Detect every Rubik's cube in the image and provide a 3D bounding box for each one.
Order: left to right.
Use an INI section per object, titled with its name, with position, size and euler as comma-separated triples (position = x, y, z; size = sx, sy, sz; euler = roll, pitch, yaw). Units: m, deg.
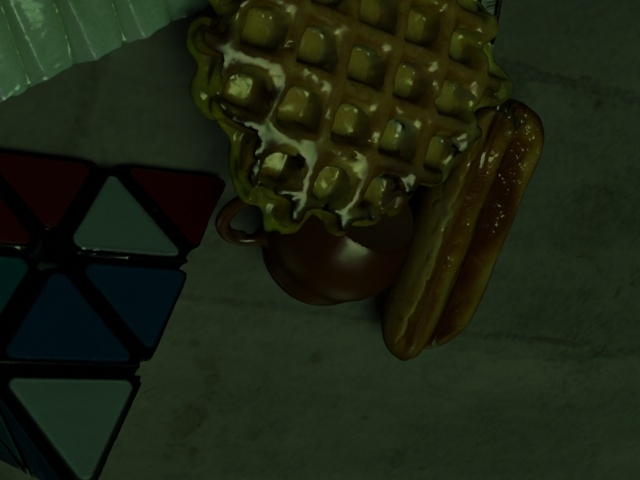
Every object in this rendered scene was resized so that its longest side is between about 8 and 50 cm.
[Rubik's cube]
position = -0.173, -0.010, 0.735
size = 0.234, 0.284, 0.250
euler = -35, 100, -26

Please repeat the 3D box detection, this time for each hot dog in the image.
[hot dog]
position = 0.105, -0.008, 0.869
size = 0.100, 0.068, 0.250
euler = -20, 139, -42

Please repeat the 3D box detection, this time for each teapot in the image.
[teapot]
position = 0.000, 0.000, 0.803
size = 0.173, 0.116, 0.116
euler = 15, 115, -32

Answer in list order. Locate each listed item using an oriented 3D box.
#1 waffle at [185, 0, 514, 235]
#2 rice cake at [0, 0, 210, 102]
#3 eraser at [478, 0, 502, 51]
[waffle]
position = 0.023, -0.132, 0.705
size = 0.243, 0.058, 0.238
euler = -39, 115, -21
[rice cake]
position = -0.151, -0.196, 0.621
size = 0.189, 0.037, 0.198
euler = -27, 131, -8
[eraser]
position = 0.118, -0.175, 0.788
size = 0.027, 0.019, 0.099
euler = -21, 132, -31
